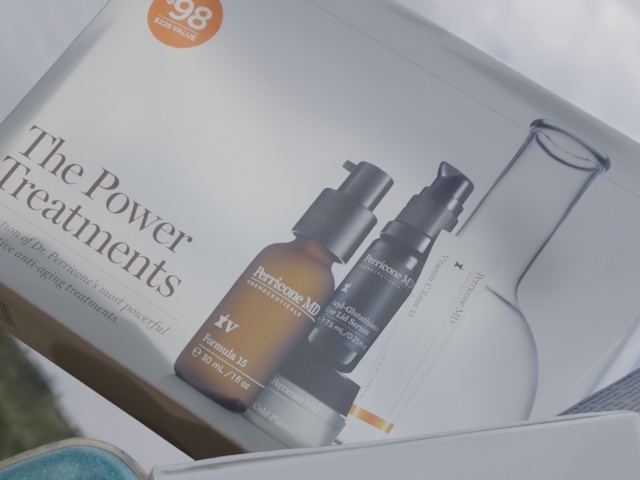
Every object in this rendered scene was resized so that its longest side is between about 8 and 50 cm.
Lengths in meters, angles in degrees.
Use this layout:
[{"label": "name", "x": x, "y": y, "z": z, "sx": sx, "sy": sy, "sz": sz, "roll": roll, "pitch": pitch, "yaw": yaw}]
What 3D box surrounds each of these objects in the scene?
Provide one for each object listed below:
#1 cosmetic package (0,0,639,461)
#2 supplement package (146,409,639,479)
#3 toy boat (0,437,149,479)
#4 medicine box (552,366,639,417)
[{"label": "cosmetic package", "x": 0.000, "y": 0.000, "z": 1.160, "sx": 0.377, "sy": 0.284, "sz": 0.097, "roll": 32, "pitch": -22, "yaw": 16}, {"label": "supplement package", "x": 0.043, "y": 0.225, "z": 0.595, "sx": 0.177, "sy": 0.175, "sz": 0.293, "roll": 116, "pitch": -38, "yaw": -48}, {"label": "toy boat", "x": -0.264, "y": 0.206, "z": 1.432, "sx": 0.318, "sy": 0.267, "sz": 0.148, "roll": 53, "pitch": -5, "yaw": 15}, {"label": "medicine box", "x": 0.233, "y": 0.166, "z": 0.732, "sx": 0.289, "sy": 0.149, "sz": 0.263, "roll": -13, "pitch": -78, "yaw": 60}]
